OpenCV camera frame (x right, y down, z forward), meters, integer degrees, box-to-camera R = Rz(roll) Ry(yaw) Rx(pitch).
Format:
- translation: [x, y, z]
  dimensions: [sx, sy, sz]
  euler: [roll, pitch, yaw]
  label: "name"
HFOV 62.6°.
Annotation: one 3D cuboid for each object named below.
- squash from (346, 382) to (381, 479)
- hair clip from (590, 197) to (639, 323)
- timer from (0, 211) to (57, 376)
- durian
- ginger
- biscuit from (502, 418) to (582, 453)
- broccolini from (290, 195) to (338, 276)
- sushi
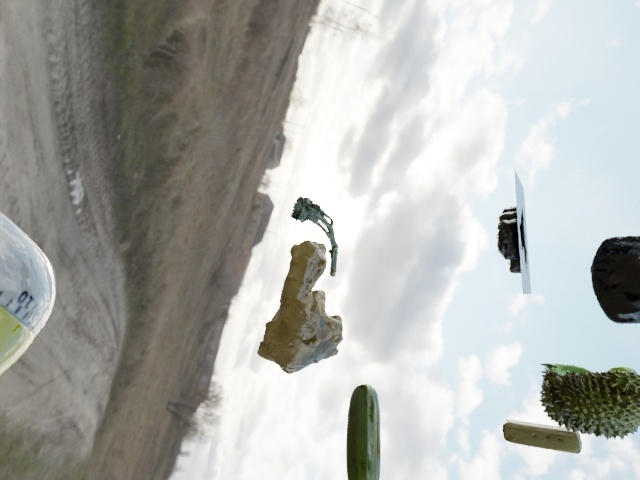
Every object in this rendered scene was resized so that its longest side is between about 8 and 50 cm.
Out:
- translation: [0.081, 0.377, 0.977]
  dimensions: [0.252, 0.066, 0.066]
  euler: [-85, -164, -44]
  label: "squash"
- translation: [0.427, 0.022, 0.558]
  dimensions: [0.194, 0.206, 0.310]
  euler: [3, -74, 49]
  label: "hair clip"
- translation: [-0.418, 0.073, 0.474]
  dimensions: [0.285, 0.285, 0.285]
  euler: [-162, -90, -81]
  label: "timer"
- translation: [0.643, 0.376, 1.253]
  dimensions: [0.237, 0.200, 0.176]
  euler: [7, -116, 42]
  label: "durian"
- translation: [-0.011, 0.085, 0.640]
  dimensions: [0.067, 0.096, 0.165]
  euler: [115, -8, -87]
  label: "ginger"
- translation: [0.572, 0.504, 1.363]
  dimensions: [0.052, 0.188, 0.056]
  euler: [-3, 90, -56]
  label: "biscuit"
- translation: [0.007, -0.001, 0.865]
  dimensions: [0.054, 0.052, 0.194]
  euler: [-77, 151, -41]
  label: "broccolini"
- translation: [0.377, -0.008, 1.040]
  dimensions: [0.220, 0.047, 0.231]
  euler: [11, 76, -64]
  label: "sushi"
